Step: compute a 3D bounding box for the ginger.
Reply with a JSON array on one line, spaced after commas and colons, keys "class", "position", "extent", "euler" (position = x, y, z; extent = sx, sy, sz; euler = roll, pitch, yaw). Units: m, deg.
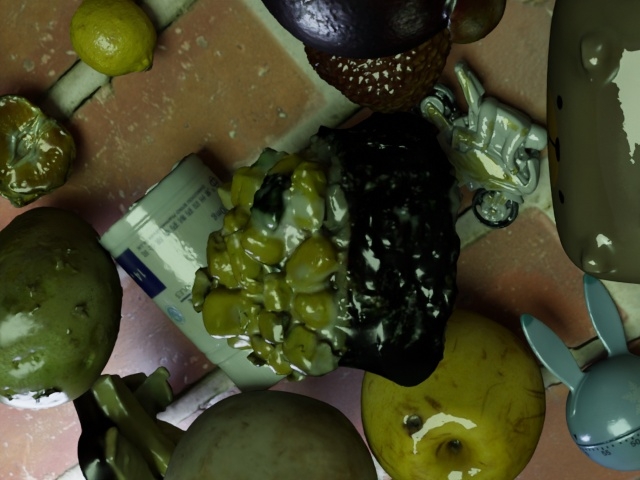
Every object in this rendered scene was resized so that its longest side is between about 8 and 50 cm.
[{"class": "ginger", "position": [-0.214, 0.338, 1.821], "extent": [0.211, 0.358, 0.413], "euler": [-24, 138, 0]}]

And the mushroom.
[{"class": "mushroom", "position": [-0.069, 0.362, 1.623], "extent": [0.298, 0.297, 0.290], "euler": [19, 158, 11]}]

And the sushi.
[{"class": "sushi", "position": [0.000, 0.000, 1.465], "extent": [0.285, 0.328, 0.328], "euler": [5, 112, -19]}]

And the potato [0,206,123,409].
[{"class": "potato", "position": [-0.406, 0.094, 1.710], "extent": [0.219, 0.359, 0.269], "euler": [20, 105, -18]}]

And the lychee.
[{"class": "lychee", "position": [0.070, -0.250, 1.429], "extent": [0.195, 0.194, 0.194], "euler": [10, 121, 16]}]

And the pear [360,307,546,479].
[{"class": "pear", "position": [0.180, 0.229, 1.613], "extent": [0.281, 0.280, 0.280], "euler": [10, 121, 16]}]

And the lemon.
[{"class": "lemon", "position": [-0.282, -0.279, 1.598], "extent": [0.133, 0.109, 0.109], "euler": [46, 124, -3]}]

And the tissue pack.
[{"class": "tissue pack", "position": [0.390, -0.136, 1.315], "extent": [0.268, 0.277, 0.387], "euler": [3, 120, 17]}]

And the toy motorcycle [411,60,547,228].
[{"class": "toy motorcycle", "position": [0.218, -0.125, 1.510], "extent": [0.151, 0.074, 0.228], "euler": [-24, 105, 28]}]

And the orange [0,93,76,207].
[{"class": "orange", "position": [-0.447, -0.139, 1.738], "extent": [0.160, 0.112, 0.169], "euler": [0, 110, -17]}]

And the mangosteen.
[{"class": "mangosteen", "position": [0.083, -0.335, 1.202], "extent": [0.347, 0.307, 0.306], "euler": [6, 121, 8]}]

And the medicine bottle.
[{"class": "medicine bottle", "position": [-0.141, 0.054, 1.682], "extent": [0.332, 0.190, 0.190], "euler": [47, 124, -8]}]

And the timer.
[{"class": "timer", "position": [0.385, 0.196, 1.600], "extent": [0.255, 0.175, 0.175], "euler": [53, 127, 19]}]
